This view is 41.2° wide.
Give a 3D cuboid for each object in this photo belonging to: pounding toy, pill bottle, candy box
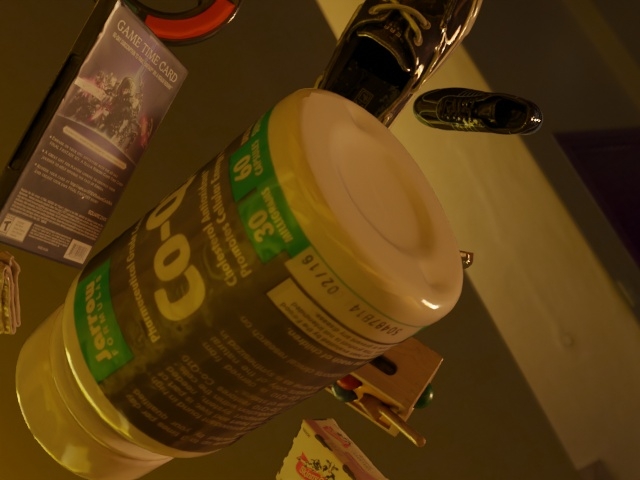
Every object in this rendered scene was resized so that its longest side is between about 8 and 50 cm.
[{"bbox_3d":[0.067,0.158,0.921,0.100,0.141,0.130,-51,-14,-24],"label":"pounding toy"},{"bbox_3d":[-0.080,0.056,0.711,0.361,0.204,0.204,-36,-23,28],"label":"pill bottle"},{"bbox_3d":[0.002,0.409,1.346,0.070,0.165,0.196,10,-69,-41],"label":"candy box"}]

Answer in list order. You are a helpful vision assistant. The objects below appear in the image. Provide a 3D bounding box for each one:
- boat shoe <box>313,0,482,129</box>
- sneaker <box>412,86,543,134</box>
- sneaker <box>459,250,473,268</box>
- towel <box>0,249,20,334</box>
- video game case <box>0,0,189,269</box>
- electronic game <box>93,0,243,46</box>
[{"bbox_3d":[0.071,-0.197,0.847,0.301,0.108,0.102,-55,-4,5],"label":"boat shoe"},{"bbox_3d":[0.265,-0.227,1.470,0.232,0.081,0.090,7,3,21],"label":"sneaker"},{"bbox_3d":[0.166,0.053,1.357,0.192,0.086,0.064,5,2,-40],"label":"sneaker"},{"bbox_3d":[-0.645,0.053,1.455,0.049,0.282,0.187,-66,-5,-49],"label":"towel"},{"bbox_3d":[-0.250,-0.108,0.930,0.274,0.026,0.196,-63,-16,-5],"label":"video game case"},{"bbox_3d":[-0.207,-0.373,1.142,0.229,0.229,0.048,-17,1,-23],"label":"electronic game"}]
